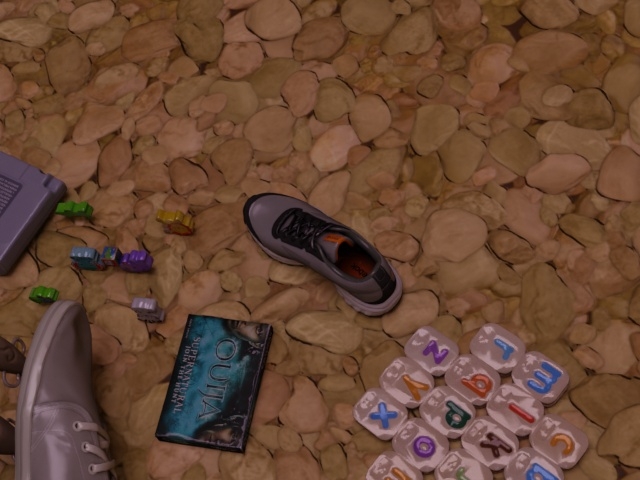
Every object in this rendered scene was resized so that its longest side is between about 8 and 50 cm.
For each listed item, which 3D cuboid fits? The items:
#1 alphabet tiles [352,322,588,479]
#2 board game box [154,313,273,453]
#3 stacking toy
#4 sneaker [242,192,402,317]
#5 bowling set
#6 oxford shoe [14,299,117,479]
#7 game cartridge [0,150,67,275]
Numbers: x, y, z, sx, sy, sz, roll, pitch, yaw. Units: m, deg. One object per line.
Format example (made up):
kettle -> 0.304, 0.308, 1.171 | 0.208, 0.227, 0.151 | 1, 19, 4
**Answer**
alphabet tiles -> 0.195, 0.248, 1.464 | 0.278, 0.021, 0.284 | 34, 72, 24
board game box -> -0.146, 0.197, 1.546 | 0.126, 0.026, 0.186 | 6, 63, 13
stacking toy -> -0.312, 0.029, 1.655 | 0.221, 0.052, 0.166 | 5, 61, 14
sneaker -> 0.000, 0.000, 1.583 | 0.272, 0.108, 0.100 | 31, 73, 24
bowling set -> -0.486, 0.276, 1.516 | 0.200, 0.154, 0.286 | -7, 60, 27
oxford shoe -> -0.322, 0.297, 1.446 | 0.130, 0.169, 0.449 | -4, 68, 11
game cartridge -> -0.567, -0.063, 1.745 | 0.294, 0.060, 0.196 | 24, 65, 21
